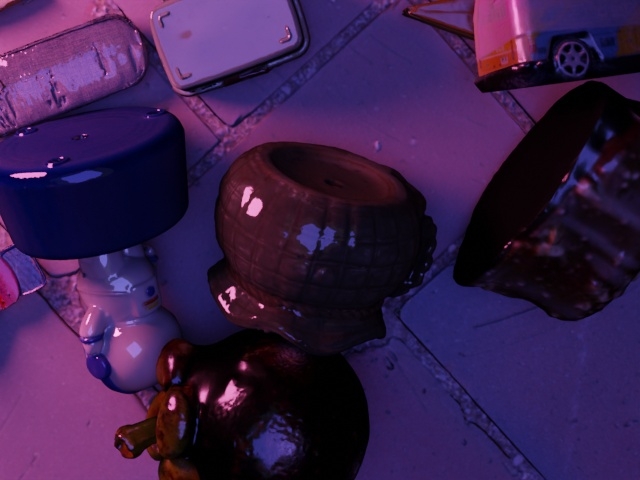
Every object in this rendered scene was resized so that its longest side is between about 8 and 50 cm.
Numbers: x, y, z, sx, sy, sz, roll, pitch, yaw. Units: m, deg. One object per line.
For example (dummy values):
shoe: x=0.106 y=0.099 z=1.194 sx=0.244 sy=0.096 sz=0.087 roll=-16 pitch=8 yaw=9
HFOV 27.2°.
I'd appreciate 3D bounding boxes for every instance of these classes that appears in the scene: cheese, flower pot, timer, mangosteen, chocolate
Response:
cheese: x=-0.510 y=0.085 z=1.884 sx=0.244 sy=0.062 sz=0.155 roll=-28 pitch=98 yaw=2
flower pot: x=0.000 y=0.000 z=1.777 sx=0.302 sy=0.302 sz=0.213 roll=16 pitch=112 yaw=-3
timer: x=-0.286 y=0.033 z=1.809 sx=0.270 sy=0.270 sz=0.383 roll=-10 pitch=111 yaw=0
mangosteen: x=-0.087 y=0.241 z=1.798 sx=0.313 sy=0.297 sz=0.297 roll=41 pitch=95 yaw=2
chocolate: x=0.359 y=-0.032 z=1.791 sx=0.210 sy=0.225 sz=0.340 roll=31 pitch=116 yaw=-13

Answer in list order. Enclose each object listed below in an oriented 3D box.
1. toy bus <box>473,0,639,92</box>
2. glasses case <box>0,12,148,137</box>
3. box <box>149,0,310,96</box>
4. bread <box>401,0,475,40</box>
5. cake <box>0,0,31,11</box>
toy bus: x=0.397 y=-0.300 z=1.758 sx=0.386 sy=0.171 sz=0.162 roll=-9 pitch=95 yaw=-17
glasses case: x=-0.375 y=-0.227 z=1.842 sx=0.282 sy=0.067 sz=0.109 roll=-20 pitch=99 yaw=3
box: x=-0.126 y=-0.289 z=1.806 sx=0.210 sy=0.129 sz=0.148 roll=-20 pitch=96 yaw=3
bread: x=0.188 y=-0.295 z=1.837 sx=0.139 sy=0.074 sz=0.084 roll=-13 pitch=95 yaw=-1
cake: x=-0.452 y=-0.340 z=1.834 sx=0.121 sy=0.052 sz=0.065 roll=-19 pitch=95 yaw=2
